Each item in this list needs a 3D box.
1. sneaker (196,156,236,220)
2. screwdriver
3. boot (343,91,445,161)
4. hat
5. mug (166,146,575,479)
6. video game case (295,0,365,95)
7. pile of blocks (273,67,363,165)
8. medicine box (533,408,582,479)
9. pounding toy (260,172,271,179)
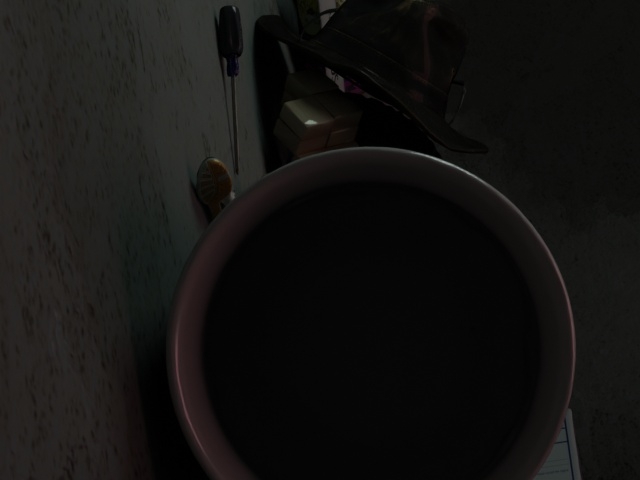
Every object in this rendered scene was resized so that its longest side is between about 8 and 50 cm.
[{"bbox_3d":[-0.090,-0.046,1.356,0.083,0.032,0.037,77,-6,-52],"label":"sneaker"},{"bbox_3d":[-0.084,-0.144,1.540,0.025,0.024,0.169,155,-66,-69],"label":"screwdriver"},{"bbox_3d":[0.109,0.066,2.031,0.367,0.146,0.445,46,-21,26],"label":"boot"},{"bbox_3d":[0.090,-0.220,1.817,0.134,0.331,0.331,-57,176,8],"label":"hat"},{"bbox_3d":[0.020,0.127,1.219,0.328,0.276,0.374,59,52,-86],"label":"mug"},{"bbox_3d":[0.057,-0.298,2.076,0.232,0.042,0.210,-44,143,-36],"label":"video game case"},{"bbox_3d":[0.000,0.000,1.729,0.113,0.149,0.362,-17,88,-39],"label":"pile of blocks"},{"bbox_3d":[0.280,0.421,2.479,0.289,0.264,0.149,-87,166,-54],"label":"medicine box"},{"bbox_3d":[-0.031,0.008,1.514,0.141,0.100,0.130,-60,140,-60],"label":"pounding toy"}]
